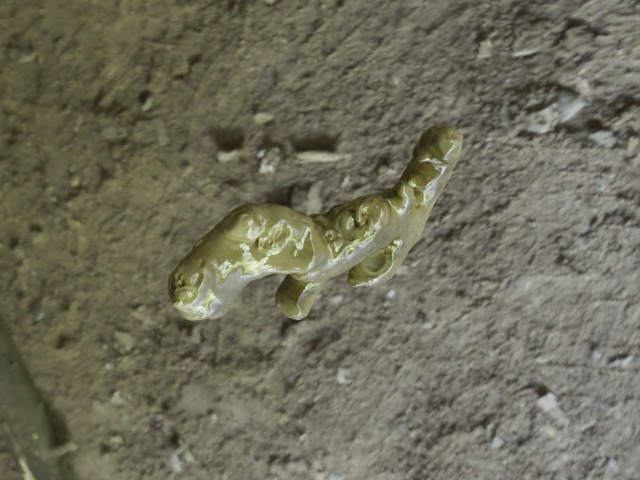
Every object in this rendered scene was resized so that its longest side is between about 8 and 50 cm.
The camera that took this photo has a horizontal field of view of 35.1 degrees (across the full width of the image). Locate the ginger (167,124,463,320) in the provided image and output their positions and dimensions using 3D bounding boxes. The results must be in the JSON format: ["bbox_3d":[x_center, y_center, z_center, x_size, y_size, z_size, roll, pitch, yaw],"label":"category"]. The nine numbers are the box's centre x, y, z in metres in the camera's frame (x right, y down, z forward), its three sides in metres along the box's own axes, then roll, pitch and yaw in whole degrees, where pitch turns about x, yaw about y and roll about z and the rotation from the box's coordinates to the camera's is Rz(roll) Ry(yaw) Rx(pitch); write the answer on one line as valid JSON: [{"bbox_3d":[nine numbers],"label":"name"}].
[{"bbox_3d":[0.000,0.009,0.754,0.065,0.259,0.149,45,149,28],"label":"ginger"}]
